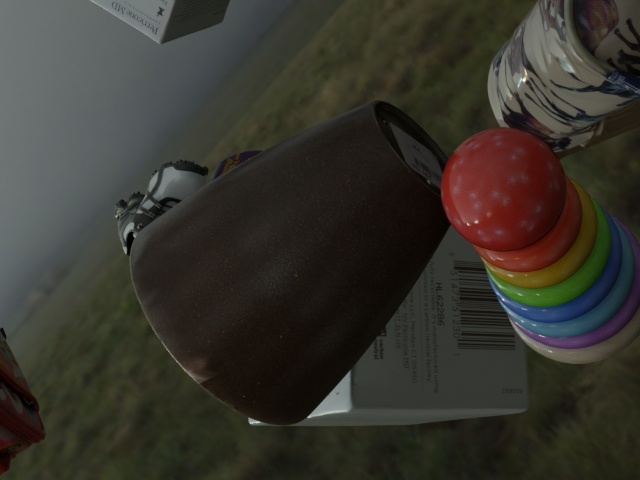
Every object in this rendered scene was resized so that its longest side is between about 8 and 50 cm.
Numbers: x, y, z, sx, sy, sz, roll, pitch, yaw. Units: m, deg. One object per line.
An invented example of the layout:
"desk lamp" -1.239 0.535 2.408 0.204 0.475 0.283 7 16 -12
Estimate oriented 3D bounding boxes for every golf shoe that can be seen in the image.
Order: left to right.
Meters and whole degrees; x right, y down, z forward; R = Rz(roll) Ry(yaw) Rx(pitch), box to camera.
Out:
"golf shoe" -0.224 -0.043 1.659 0.198 0.077 0.094 -36 48 43

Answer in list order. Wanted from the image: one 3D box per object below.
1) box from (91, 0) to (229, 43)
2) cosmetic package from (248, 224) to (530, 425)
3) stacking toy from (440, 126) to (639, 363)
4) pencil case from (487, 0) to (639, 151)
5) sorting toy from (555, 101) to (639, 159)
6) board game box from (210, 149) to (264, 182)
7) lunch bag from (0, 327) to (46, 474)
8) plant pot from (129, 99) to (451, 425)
"box" -0.252 -0.415 1.810 0.182 0.181 0.119 -38 -24 -55
"cosmetic package" 0.097 0.135 1.913 0.394 0.327 0.329 155 116 -62
"stacking toy" 0.175 -0.002 0.936 0.141 0.141 0.330 -48 -31 3
"pencil case" 0.307 -0.204 1.305 0.160 0.183 0.410 -40 -2 -6
"sorting toy" 0.423 -0.189 1.785 0.208 0.038 0.193 -27 -19 19
"board game box" -0.086 -0.027 1.427 0.033 0.133 0.168 33 99 50
"lunch bag" -0.425 0.155 1.343 0.120 0.258 0.293 -27 -20 -8
"plant pot" 0.000 0.000 0.955 0.230 0.215 0.215 -41 10 23
